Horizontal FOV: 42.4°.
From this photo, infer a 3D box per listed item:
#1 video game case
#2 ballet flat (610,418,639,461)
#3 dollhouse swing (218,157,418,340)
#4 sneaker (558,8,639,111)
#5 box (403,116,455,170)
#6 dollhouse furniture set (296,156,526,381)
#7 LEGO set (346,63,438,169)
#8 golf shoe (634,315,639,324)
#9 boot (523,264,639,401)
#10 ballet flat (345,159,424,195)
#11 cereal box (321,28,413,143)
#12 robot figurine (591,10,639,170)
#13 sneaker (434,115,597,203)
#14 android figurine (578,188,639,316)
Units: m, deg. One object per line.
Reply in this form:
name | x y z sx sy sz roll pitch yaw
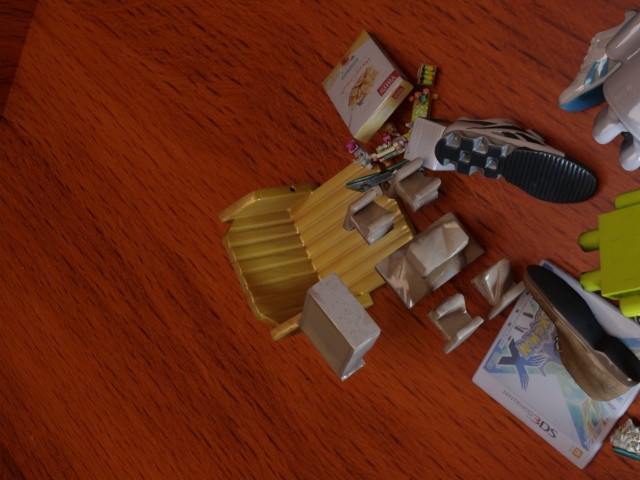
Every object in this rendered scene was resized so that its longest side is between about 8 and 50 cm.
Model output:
video game case | 0.505 0.254 1.711 0.300 0.036 0.329 38 116 30
ballet flat | 0.673 0.407 1.565 0.241 0.091 0.077 20 76 32
dollhouse swing | 0.000 0.000 1.955 0.305 0.315 0.347 -39 69 45
sneaker | 0.551 -0.343 1.603 0.228 0.087 0.092 -43 60 25
box | 0.257 -0.214 1.830 0.087 0.101 0.102 28 110 34
dollhouse furniture set | 0.163 0.100 1.789 0.362 0.394 0.256 51 161 14
LEGO set | 0.180 -0.265 1.868 0.132 0.107 0.287 47 113 13
golf shoe | 0.654 0.153 1.565 0.094 0.077 0.198 -42 58 36
boot | 0.490 0.185 1.633 0.305 0.112 0.115 53 134 20
ballet flat | 0.153 -0.138 1.911 0.188 0.070 0.070 -21 79 12
cereal box | 0.103 -0.359 1.911 0.173 0.047 0.240 -50 40 21
robot figurine | 0.646 -0.279 1.449 0.300 0.200 0.353 41 122 -5
sneaker | 0.414 -0.186 1.701 0.330 0.146 0.122 21 137 12
android figurine | 0.608 0.015 1.542 0.273 0.056 0.248 -22 58 49
